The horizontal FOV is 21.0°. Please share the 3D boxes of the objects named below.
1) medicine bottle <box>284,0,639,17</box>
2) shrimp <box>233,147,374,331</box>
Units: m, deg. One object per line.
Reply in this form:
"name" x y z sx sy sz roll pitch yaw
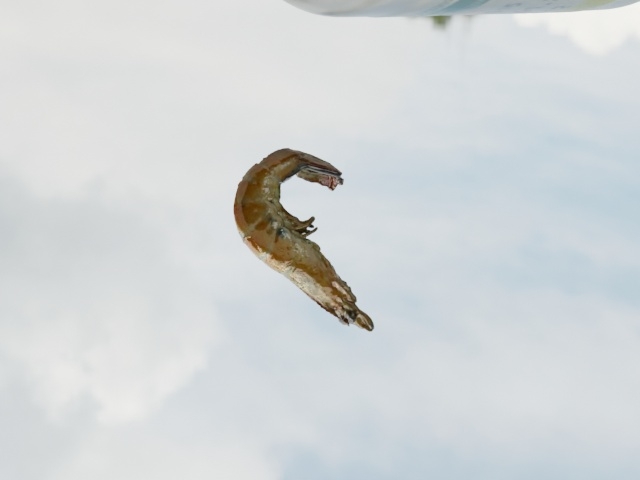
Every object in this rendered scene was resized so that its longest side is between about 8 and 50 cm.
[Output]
"medicine bottle" 0.042 -0.222 0.911 0.339 0.208 0.208 -7 -154 -38
"shrimp" 0.000 0.000 1.080 0.025 0.127 0.091 -25 -163 50
